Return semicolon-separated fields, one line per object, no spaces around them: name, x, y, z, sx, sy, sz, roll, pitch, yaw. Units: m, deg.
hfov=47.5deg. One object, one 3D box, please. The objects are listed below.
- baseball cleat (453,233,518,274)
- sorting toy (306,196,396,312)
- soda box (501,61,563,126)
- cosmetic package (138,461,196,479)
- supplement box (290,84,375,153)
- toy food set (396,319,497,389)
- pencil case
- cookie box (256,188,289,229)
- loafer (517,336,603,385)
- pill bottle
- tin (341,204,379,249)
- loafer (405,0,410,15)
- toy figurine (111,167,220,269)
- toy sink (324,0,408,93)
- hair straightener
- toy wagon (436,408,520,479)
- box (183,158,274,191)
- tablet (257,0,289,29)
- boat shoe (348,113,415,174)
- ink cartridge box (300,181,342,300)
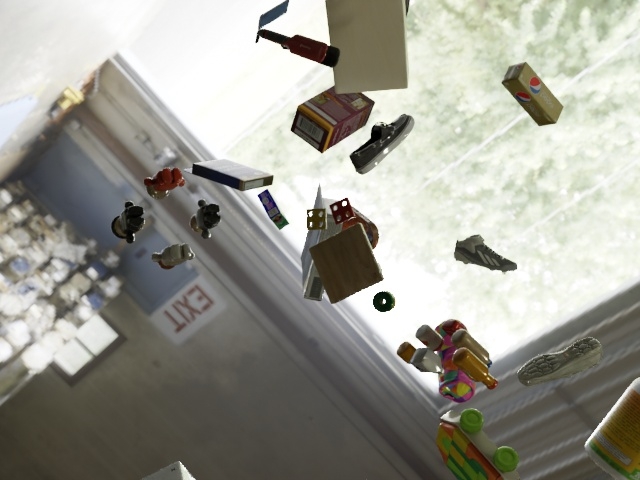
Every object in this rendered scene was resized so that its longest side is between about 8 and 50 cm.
baseball cleat;0.530;0.040;2.315;0.072;0.206;0.109;-49;148;-69
sorting toy;0.058;0.041;1.552;0.132;0.274;0.046;-28;167;23
soda box;0.547;-0.374;1.872;0.058;0.181;0.061;-2;-125;56
cosmetic package;-0.304;0.653;1.596;0.138;0.224;0.224;-25;-139;-2
supplement box;0.030;-0.297;1.731;0.188;0.104;0.080;-38;159;-41
toy food set;0.269;0.238;1.501;0.111;0.104;0.232;-56;-160;-24
pencil case;0.360;0.323;1.966;0.104;0.104;0.236;-38;-153;29
cookie box;-0.137;-0.090;2.132;0.040;0.091;0.107;-31;158;3
loafer;0.869;0.458;2.625;0.320;0.111;0.112;-21;-149;3
pill bottle;0.652;0.359;1.441;0.245;0.136;0.136;-58;-175;11
tin;0.106;-0.035;2.240;0.040;0.190;0.106;-3;125;-46
loafer;0.162;-0.699;1.859;0.109;0.302;0.095;8;-149;27
toy figurine;-0.369;-0.048;1.753;0.148;0.210;0.213;-22;-149;58
toy sink;0.098;-0.434;1.478;0.153;0.234;0.131;-3;-148;10
hair straightener;-0.045;-0.382;1.450;0.089;0.231;0.047;7;102;-49
toy wagon;0.411;0.569;1.751;0.068;0.344;0.267;-27;142;-20
box;-0.261;-0.191;2.047;0.136;0.225;0.036;-20;123;-54
tablet;-0.101;-0.489;1.569;0.083;0.006;0.054;-37;171;-20
boat shoe;0.158;-0.272;1.922;0.228;0.076;0.080;-45;-155;-15
ink cartridge box;0.000;0.000;2.118;0.239;0.060;0.275;-95;-162;-63
